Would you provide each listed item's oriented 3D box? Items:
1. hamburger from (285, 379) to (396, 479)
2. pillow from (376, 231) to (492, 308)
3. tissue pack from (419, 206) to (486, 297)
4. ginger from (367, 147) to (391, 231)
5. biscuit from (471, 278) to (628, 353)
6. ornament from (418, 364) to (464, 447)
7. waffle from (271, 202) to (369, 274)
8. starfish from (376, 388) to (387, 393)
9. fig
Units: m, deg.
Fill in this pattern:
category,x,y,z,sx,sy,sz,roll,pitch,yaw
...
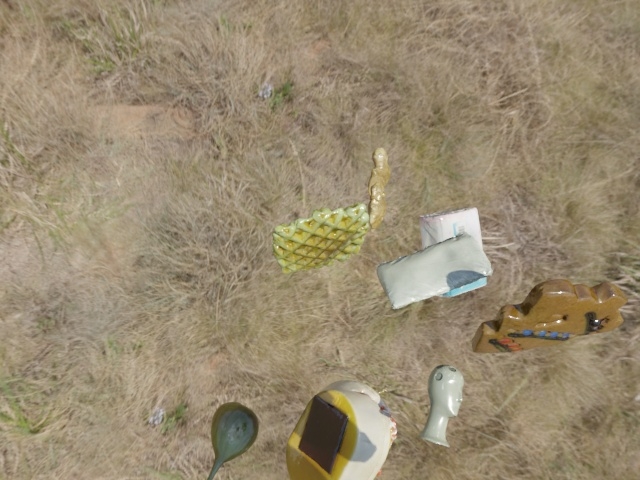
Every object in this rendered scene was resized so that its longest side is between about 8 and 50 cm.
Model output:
category,x,y,z,sx,sy,sz,roll,pitch,yaw
hamburger,0.044,0.478,1.211,0.152,0.227,0.295,11,111,-47
pillow,0.239,0.062,1.098,0.229,0.050,0.128,-21,46,6
tissue pack,0.435,0.036,1.687,0.202,0.124,0.270,-13,99,-37
ginger,0.150,-0.122,1.309,0.053,0.176,0.193,0,123,12
biscuit,0.417,0.162,0.962,0.278,0.301,0.043,18,51,-34
ornament,0.249,0.331,1.037,0.075,0.081,0.156,31,69,-34
waffle,0.000,0.000,1.063,0.208,0.214,0.054,-18,60,-7
starfish,0.131,0.403,1.334,0.092,0.086,0.016,-18,66,12
fig,-0.287,0.592,1.479,0.151,0.151,0.259,39,60,-3
